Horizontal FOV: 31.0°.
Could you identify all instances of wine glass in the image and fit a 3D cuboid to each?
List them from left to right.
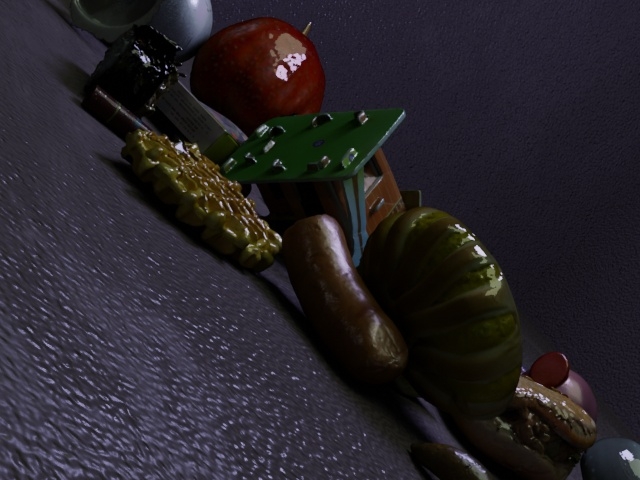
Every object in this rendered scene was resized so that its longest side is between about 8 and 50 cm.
[{"bbox_3d":[-0.344,-0.467,2.303,0.238,0.238,0.323,45,6,16],"label":"wine glass"}]

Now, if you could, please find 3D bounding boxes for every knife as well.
[{"bbox_3d":[-0.226,-0.149,1.925,0.026,0.022,0.184,60,-4,-30],"label":"knife"}]

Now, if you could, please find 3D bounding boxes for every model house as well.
[{"bbox_3d":[0.000,0.000,1.905,0.300,0.340,0.324,-1,-53,38],"label":"model house"}]

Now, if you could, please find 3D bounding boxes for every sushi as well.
[{"bbox_3d":[-0.285,-0.267,1.824,0.115,0.147,0.212,39,5,-16],"label":"sushi"}]

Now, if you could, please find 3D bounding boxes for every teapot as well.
[{"bbox_3d":[0.488,0.409,1.838,0.294,0.129,0.193,-6,85,-80],"label":"teapot"}]

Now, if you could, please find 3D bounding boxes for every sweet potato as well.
[{"bbox_3d":[0.195,0.320,1.375,0.069,0.059,0.249,7,34,-41],"label":"sweet potato"}]

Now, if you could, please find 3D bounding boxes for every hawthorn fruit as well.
[{"bbox_3d":[-0.109,-0.343,2.400,0.287,0.330,0.287,31,-24,16],"label":"hawthorn fruit"}]

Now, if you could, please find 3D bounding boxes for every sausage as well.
[{"bbox_3d":[0.028,0.087,1.577,0.109,0.109,0.270,32,22,-51],"label":"sausage"}]

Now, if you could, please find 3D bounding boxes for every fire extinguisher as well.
[{"bbox_3d":[-0.290,-0.173,1.700,0.132,0.039,0.056,39,18,-23],"label":"fire extinguisher"}]

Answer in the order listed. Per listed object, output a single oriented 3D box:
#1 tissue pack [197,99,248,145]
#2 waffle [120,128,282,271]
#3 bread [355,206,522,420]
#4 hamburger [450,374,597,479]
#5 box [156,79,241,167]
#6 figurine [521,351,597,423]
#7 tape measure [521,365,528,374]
[{"bbox_3d":[-0.196,-0.203,2.212,0.108,0.060,0.148,45,8,26],"label":"tissue pack"},{"bbox_3d":[-0.168,-0.065,1.628,0.309,0.065,0.283,42,9,-35],"label":"waffle"},{"bbox_3d":[0.149,0.104,1.639,0.333,0.160,0.333,50,-31,46],"label":"bread"},{"bbox_3d":[0.310,0.280,1.825,0.243,0.146,0.286,40,11,32],"label":"hamburger"},{"bbox_3d":[-0.233,-0.222,2.049,0.260,0.062,0.175,45,-1,25],"label":"box"},{"bbox_3d":[0.415,0.310,2.082,0.173,0.173,0.173,41,8,-7],"label":"figurine"},{"bbox_3d":[0.416,0.305,2.431,0.125,0.074,0.118,47,3,0],"label":"tape measure"}]
